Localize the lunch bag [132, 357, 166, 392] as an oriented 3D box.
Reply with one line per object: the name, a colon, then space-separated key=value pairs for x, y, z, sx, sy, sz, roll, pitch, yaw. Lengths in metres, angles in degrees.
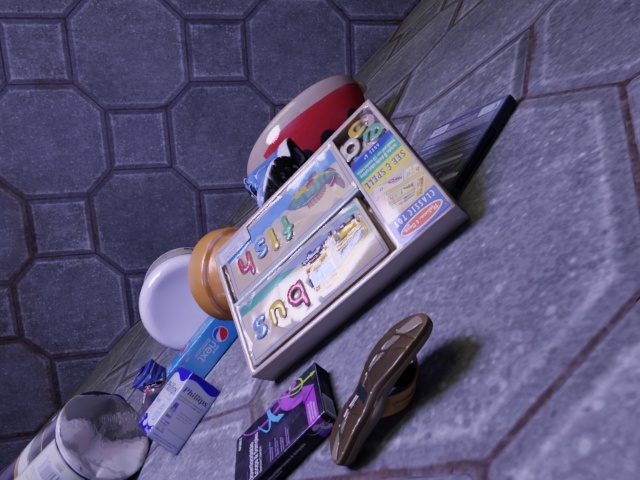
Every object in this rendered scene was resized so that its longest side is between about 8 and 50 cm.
lunch bag: x=-0.496 y=0.392 z=1.408 sx=0.067 sy=0.065 sz=0.098 roll=-46 pitch=15 yaw=8

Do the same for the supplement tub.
supplement tub: x=-0.350 y=0.141 z=1.297 sx=0.235 sy=0.235 sz=0.325 roll=-51 pitch=16 yaw=-8

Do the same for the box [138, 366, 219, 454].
box: x=-0.282 y=0.330 z=0.968 sx=0.137 sy=0.072 sz=0.126 roll=-55 pitch=17 yaw=-24

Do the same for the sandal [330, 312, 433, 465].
sandal: x=0.068 y=0.155 z=0.504 sx=0.180 sy=0.049 sz=0.072 roll=-62 pitch=9 yaw=5

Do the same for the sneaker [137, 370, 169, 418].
sneaker: x=-0.415 y=0.383 z=1.213 sx=0.158 sy=0.065 sz=0.061 roll=-47 pitch=16 yaw=3

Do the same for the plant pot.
plant pot: x=-0.140 y=0.065 z=1.029 sx=0.188 sy=0.205 sz=0.205 roll=-9 pitch=40 yaw=43

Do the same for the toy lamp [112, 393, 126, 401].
toy lamp: x=-0.705 y=0.576 z=1.513 sx=0.274 sy=0.080 sz=0.080 roll=-41 pitch=17 yaw=23

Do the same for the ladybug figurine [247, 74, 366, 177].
ladybug figurine: x=-0.020 y=-0.290 z=1.458 sx=0.449 sy=0.162 sz=0.305 roll=-46 pitch=-24 yaw=11

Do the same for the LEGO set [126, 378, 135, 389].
LEGO set: x=-0.594 y=0.460 z=1.603 sx=0.083 sy=0.023 sz=0.054 roll=-37 pitch=16 yaw=-8

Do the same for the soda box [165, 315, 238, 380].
soda box: x=-0.258 y=0.239 z=1.121 sx=0.210 sy=0.071 sz=0.067 roll=-51 pitch=16 yaw=-10

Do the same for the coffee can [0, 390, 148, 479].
coffee can: x=-0.530 y=0.483 z=1.032 sx=0.275 sy=0.201 sz=0.201 roll=-43 pitch=16 yaw=15

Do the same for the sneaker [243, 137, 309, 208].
sneaker: x=-0.102 y=-0.124 z=1.150 sx=0.147 sy=0.130 sz=0.330 roll=-39 pitch=17 yaw=19

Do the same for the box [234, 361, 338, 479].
box: x=-0.048 y=0.244 z=0.624 sx=0.162 sy=0.029 sz=0.116 roll=-48 pitch=16 yaw=7

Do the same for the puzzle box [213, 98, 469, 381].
puzzle box: x=0.000 y=0.000 z=0.788 sx=0.409 sy=0.052 sz=0.272 roll=-43 pitch=50 yaw=18

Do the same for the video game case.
video game case: x=0.198 y=-0.118 z=0.836 sx=0.274 sy=0.026 sz=0.196 roll=-55 pitch=17 yaw=-19
